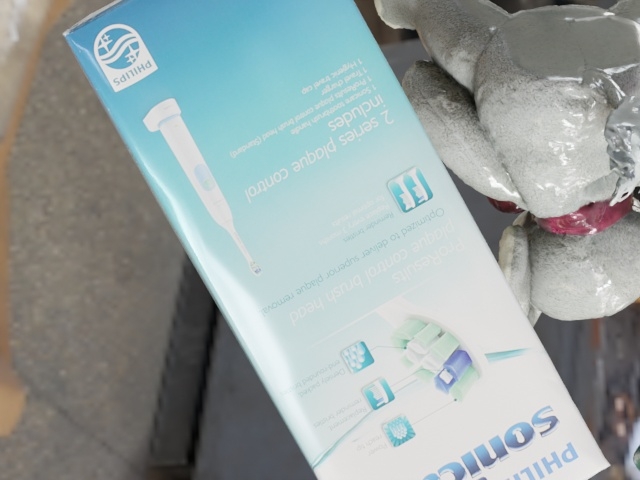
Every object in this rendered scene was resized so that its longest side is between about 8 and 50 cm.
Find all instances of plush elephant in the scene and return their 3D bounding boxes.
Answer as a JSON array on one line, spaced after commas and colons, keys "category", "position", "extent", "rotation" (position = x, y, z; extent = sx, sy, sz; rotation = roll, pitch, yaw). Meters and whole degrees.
[{"category": "plush elephant", "position": [0.204, -0.056, 1.338], "extent": [0.330, 0.272, 0.255], "rotation": [-106, -169, -52]}]

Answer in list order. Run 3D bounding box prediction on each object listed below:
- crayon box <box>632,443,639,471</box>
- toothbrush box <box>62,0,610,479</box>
[{"category": "crayon box", "position": [0.315, 0.181, 0.776], "extent": [0.318, 0.202, 0.081], "rotation": [46, 69, -24]}, {"category": "toothbrush box", "position": [0.000, 0.000, 0.844], "extent": [0.295, 0.126, 0.216], "rotation": [62, -3, -5]}]
